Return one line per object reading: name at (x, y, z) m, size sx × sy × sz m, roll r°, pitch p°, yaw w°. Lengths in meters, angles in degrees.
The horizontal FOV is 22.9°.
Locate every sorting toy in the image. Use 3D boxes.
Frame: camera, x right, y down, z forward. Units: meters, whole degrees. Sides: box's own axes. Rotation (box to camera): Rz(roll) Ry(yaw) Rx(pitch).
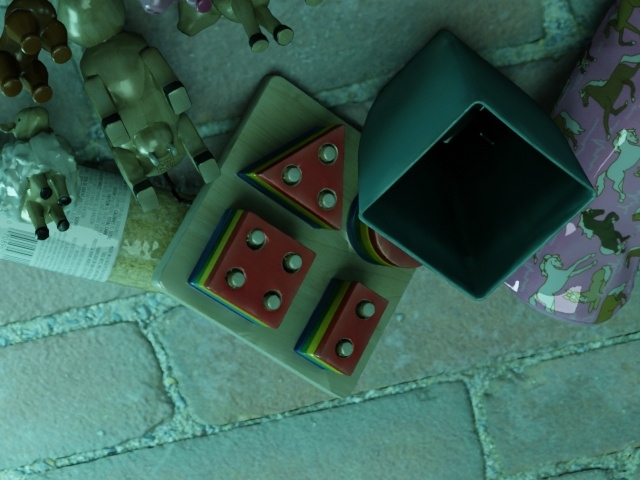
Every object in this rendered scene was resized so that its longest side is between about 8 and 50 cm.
sorting toy at (0.000, 0.000, 1.647) m, size 0.257 × 0.089 × 0.255 m, roll 34°, pitch 78°, yaw -24°

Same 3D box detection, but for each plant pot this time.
plant pot at (0.140, -0.096, 1.588) m, size 0.165 × 0.234 × 0.166 m, roll 35°, pitch 114°, yaw -25°

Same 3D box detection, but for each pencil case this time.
pencil case at (0.320, -0.099, 1.651) m, size 0.167 × 0.160 × 0.386 m, roll -20°, pitch 141°, yaw -49°

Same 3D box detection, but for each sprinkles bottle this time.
sprinkles bottle at (-0.260, -0.022, 1.672) m, size 0.355 × 0.121 × 0.121 m, roll 14°, pitch 122°, yaw -14°

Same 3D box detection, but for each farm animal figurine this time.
farm animal figurine at (-0.173, -0.185, 1.536) m, size 0.330 × 0.172 × 0.327 m, roll -15°, pitch 135°, yaw -20°
